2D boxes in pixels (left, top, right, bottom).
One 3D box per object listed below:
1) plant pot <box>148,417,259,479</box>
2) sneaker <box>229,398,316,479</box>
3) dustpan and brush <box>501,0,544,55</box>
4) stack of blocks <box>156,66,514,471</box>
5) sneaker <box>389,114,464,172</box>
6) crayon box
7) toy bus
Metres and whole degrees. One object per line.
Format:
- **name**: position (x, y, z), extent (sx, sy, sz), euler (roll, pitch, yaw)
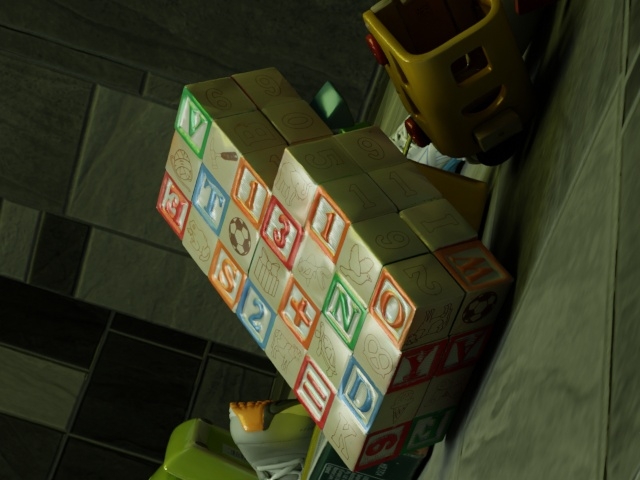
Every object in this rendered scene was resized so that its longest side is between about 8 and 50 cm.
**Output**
- **plant pot**: position (-0.124, 0.351, 2.353), extent (0.227, 0.228, 0.207), euler (-91, 26, -83)
- **sneaker**: position (-0.013, 0.222, 1.781), extent (0.262, 0.099, 0.121), euler (46, -137, -61)
- **dustpan and brush**: position (0.159, -0.211, 1.638), extent (0.211, 0.060, 0.147), euler (-50, -23, -17)
- **stack of blocks**: position (0.000, 0.000, 1.437), extent (0.297, 0.087, 0.171), euler (51, 139, 33)
- **sneaker**: position (0.095, -0.090, 1.901), extent (0.191, 0.083, 0.071), euler (105, 149, -53)
- **crayon box**: position (0.062, 0.076, 1.643), extent (0.202, 0.081, 0.319), euler (110, 176, -58)
- **toy bus**: position (0.114, -0.115, 1.496), extent (0.104, 0.202, 0.191), euler (56, 132, 44)
